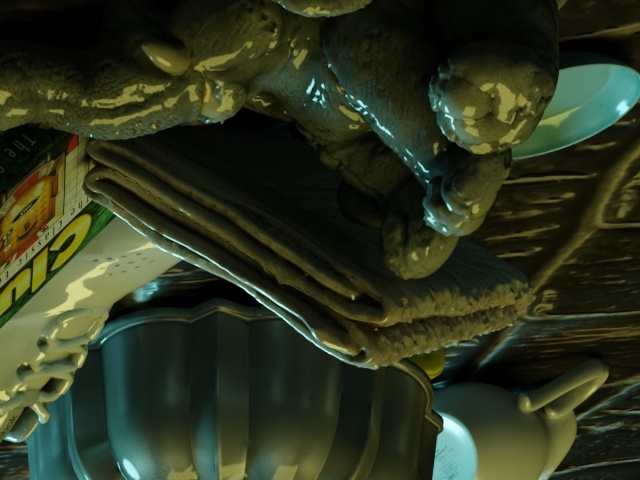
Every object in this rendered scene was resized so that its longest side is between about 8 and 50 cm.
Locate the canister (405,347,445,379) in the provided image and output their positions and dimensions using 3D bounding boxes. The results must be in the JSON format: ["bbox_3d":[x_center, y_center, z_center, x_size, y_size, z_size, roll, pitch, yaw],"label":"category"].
[{"bbox_3d":[0.001,0.113,1.456,0.126,0.073,0.170,7,148,-42],"label":"canister"}]

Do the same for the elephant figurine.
[{"bbox_3d":[-0.017,-0.103,0.830,0.239,0.186,0.169,28,112,-5],"label":"elephant figurine"}]

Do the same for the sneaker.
[{"bbox_3d":[-0.185,0.058,1.117,0.297,0.129,0.111,-29,154,28],"label":"sneaker"}]

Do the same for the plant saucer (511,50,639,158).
[{"bbox_3d":[0.140,-0.087,1.130,0.119,0.021,0.119,-14,158,-6],"label":"plant saucer"}]

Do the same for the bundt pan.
[{"bbox_3d":[-0.068,0.191,1.380,0.331,0.124,0.331,-1,142,-1],"label":"bundt pan"}]

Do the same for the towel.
[{"bbox_3d":[0.000,0.000,0.969,0.049,0.187,0.282,-62,161,12],"label":"towel"}]

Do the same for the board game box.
[{"bbox_3d":[-0.158,-0.003,0.906,0.260,0.030,0.136,-47,169,-27],"label":"board game box"}]

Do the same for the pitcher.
[{"bbox_3d":[0.173,0.174,1.690,0.178,0.125,0.207,-50,156,22],"label":"pitcher"}]
